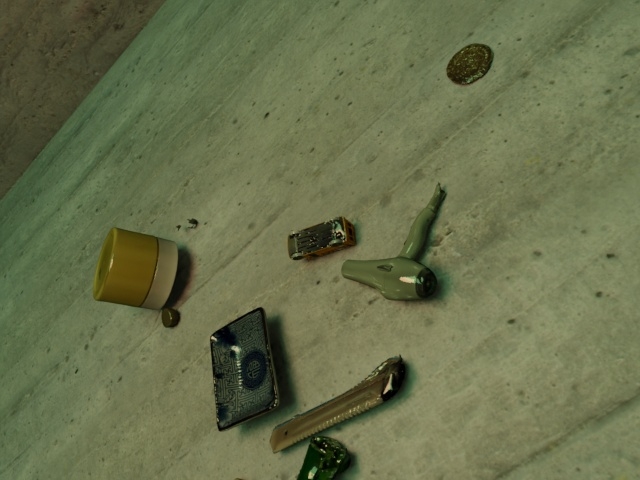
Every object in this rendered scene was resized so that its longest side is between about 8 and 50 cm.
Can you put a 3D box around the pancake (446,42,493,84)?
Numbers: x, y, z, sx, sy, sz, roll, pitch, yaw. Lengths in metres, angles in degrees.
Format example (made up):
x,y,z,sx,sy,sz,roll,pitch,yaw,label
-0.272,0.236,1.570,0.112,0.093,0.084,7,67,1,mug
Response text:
x,y,z,sx,sy,sz,roll,pitch,yaw,label
0.345,-0.411,1.081,0.115,0.011,0.115,-16,61,31,pancake

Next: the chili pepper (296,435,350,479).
x,y,z,sx,sy,sz,roll,pitch,yaw,label
-0.020,0.484,0.917,0.216,0.062,0.108,-59,15,5,chili pepper

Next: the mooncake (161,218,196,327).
x,y,z,sx,sy,sz,roll,pitch,yaw,label
-0.439,0.086,1.421,0.150,0.057,0.347,9,75,36,mooncake

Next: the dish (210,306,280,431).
x,y,z,sx,sy,sz,roll,pitch,yaw,label
-0.163,0.302,1.093,0.182,0.080,0.243,-31,52,22,dish

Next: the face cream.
x,y,z,sx,sy,sz,roll,pitch,yaw,label
-0.549,0.085,1.380,0.218,0.179,0.218,-29,53,48,face cream

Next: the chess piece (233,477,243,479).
x,y,z,sx,sy,sz,roll,pitch,yaw,label
-0.197,0.617,0.983,0.090,0.090,0.200,8,63,39,chess piece

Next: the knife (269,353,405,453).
x,y,z,sx,sy,sz,roll,pitch,yaw,label
0.031,0.346,0.955,0.365,0.043,0.089,-36,17,21,knife

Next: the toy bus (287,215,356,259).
x,y,z,sx,sy,sz,roll,pitch,yaw,label
0.000,0.000,1.113,0.162,0.074,0.070,-19,67,27,toy bus

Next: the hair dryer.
x,y,z,sx,sy,sz,roll,pitch,yaw,label
0.153,0.013,1.009,0.229,0.092,0.267,-13,48,39,hair dryer
